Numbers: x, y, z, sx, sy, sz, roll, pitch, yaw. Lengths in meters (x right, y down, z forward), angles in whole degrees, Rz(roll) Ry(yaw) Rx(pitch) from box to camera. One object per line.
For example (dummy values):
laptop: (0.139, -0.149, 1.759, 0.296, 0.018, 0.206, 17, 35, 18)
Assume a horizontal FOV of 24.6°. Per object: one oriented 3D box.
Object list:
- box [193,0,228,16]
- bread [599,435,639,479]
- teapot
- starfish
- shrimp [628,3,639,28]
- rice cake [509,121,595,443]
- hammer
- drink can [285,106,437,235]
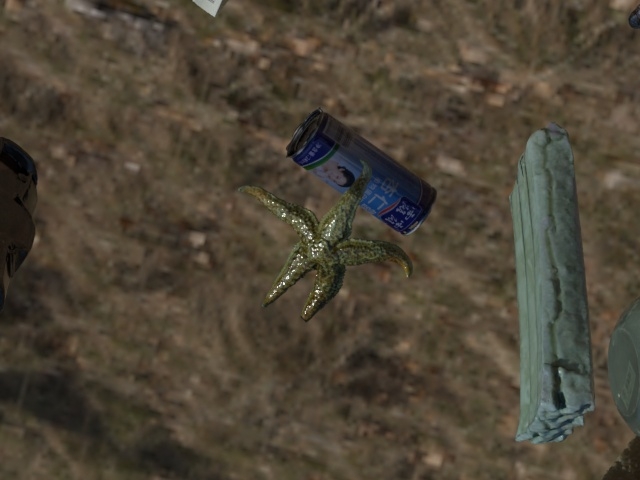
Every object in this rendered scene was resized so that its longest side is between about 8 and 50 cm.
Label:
box: (-0.060, -0.212, 1.096, 0.024, 0.083, 0.054, 33, 145, 1)
bread: (0.449, 0.352, 1.933, 0.183, 0.102, 0.337, 26, -137, 26)
teapot: (0.466, 0.143, 1.682, 0.250, 0.184, 0.183, -3, 178, -9)
starfish: (-0.001, 0.001, 1.662, 0.216, 0.223, 0.050, 31, -156, 8)
shrimp: (0.391, -0.278, 1.686, 0.029, 0.092, 0.038, 22, -154, -23)
rice cake: (0.156, 0.029, 1.011, 0.038, 0.211, 0.124, 1, 159, -1)
hammer: (-0.454, -0.090, 1.397, 0.409, 0.095, 0.242, 37, -155, -23)
drink can: (0.065, -0.107, 2.311, 0.235, 0.097, 0.097, 33, 170, -18)
